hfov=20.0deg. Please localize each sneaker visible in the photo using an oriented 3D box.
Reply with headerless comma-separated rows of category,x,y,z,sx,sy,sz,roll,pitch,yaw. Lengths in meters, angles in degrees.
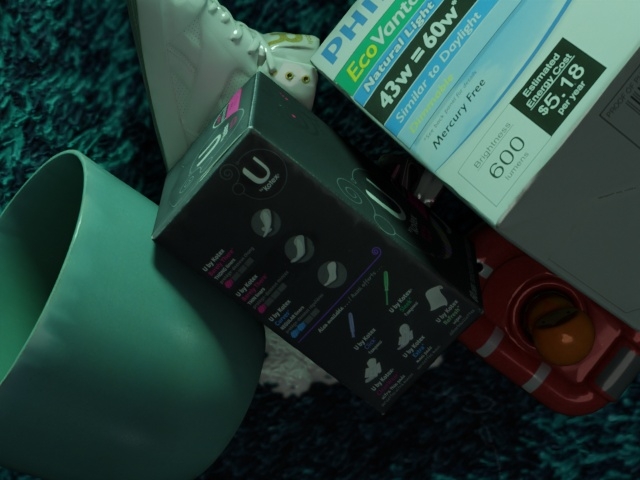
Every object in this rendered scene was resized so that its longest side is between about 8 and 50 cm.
sneaker,-0.089,-0.196,1.698,0.169,0.108,0.292,-14,124,-5
sneaker,0.045,-0.009,1.790,0.077,0.072,0.178,35,90,2

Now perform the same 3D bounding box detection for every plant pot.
plant pot,-0.194,0.098,1.680,0.235,0.293,0.293,28,98,-23

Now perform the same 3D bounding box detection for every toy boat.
toy boat,0.225,0.078,1.773,0.231,0.151,0.151,36,96,-11

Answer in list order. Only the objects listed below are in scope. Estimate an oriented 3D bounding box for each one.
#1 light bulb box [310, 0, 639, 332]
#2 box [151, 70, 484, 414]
light bulb box,0.238,-0.175,1.588,0.225,0.361,0.358,34,98,-37
box,0.000,0.000,1.644,0.270,0.165,0.143,38,108,-15
